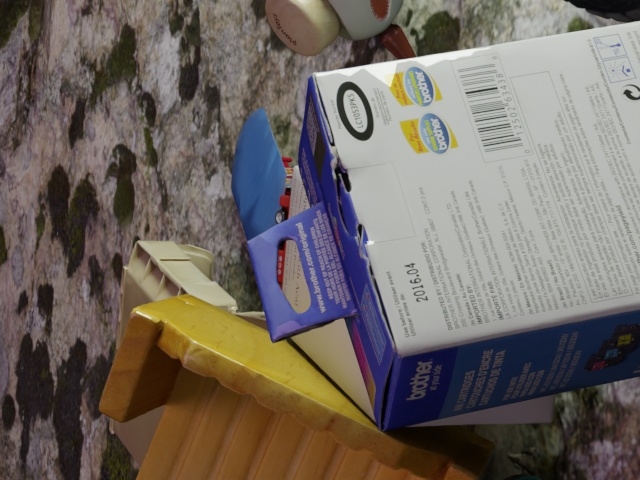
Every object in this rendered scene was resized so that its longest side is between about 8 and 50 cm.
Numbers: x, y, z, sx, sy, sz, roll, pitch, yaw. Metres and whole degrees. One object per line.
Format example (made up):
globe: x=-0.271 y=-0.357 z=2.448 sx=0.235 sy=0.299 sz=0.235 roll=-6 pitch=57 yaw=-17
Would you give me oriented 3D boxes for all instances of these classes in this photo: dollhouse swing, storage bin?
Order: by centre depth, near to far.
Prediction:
dollhouse swing: x=-0.057 y=0.262 z=1.751 sx=0.305 sy=0.347 sz=0.315 roll=-64 pitch=-7 yaw=6
storage bin: x=-0.149 y=0.158 z=2.158 sx=0.262 sy=0.123 sz=0.260 roll=-142 pitch=55 yaw=-62

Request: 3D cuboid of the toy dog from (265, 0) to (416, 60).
toy dog: x=0.069 y=-0.277 z=1.848 sx=0.220 sy=0.161 sz=0.334 roll=-48 pitch=-1 yaw=-7

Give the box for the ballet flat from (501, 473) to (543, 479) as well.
ballet flat: x=0.205 y=0.369 z=1.633 sx=0.106 sy=0.107 sz=0.316 roll=116 pitch=145 yaw=-54

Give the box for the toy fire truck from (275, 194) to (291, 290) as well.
toy fire truck: x=0.000 y=0.000 z=2.050 sx=0.135 sy=0.047 sz=0.192 roll=15 pitch=100 yaw=57

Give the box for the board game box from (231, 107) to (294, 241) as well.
board game box: x=-0.062 y=-0.072 z=2.176 sx=0.169 sy=0.033 sz=0.133 roll=-109 pitch=33 yaw=-40

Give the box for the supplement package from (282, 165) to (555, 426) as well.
supplement package: x=0.091 y=0.044 z=1.715 sx=0.293 sy=0.175 sz=0.177 roll=-142 pitch=55 yaw=-66

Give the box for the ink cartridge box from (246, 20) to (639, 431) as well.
ink cartridge box: x=0.145 y=-0.014 z=1.465 sx=0.151 sy=0.395 sz=0.270 roll=99 pitch=158 yaw=-58

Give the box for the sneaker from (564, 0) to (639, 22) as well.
sneaker: x=0.293 y=-0.259 z=1.577 sx=0.267 sy=0.101 sz=0.106 roll=-3 pitch=63 yaw=59
